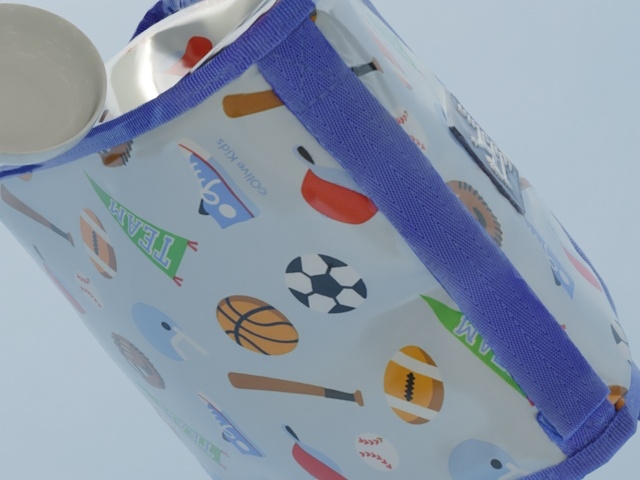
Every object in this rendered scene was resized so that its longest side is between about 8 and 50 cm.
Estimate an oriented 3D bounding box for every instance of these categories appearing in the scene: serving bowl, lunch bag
[{"bbox_3d":[-0.137,-0.065,0.867,0.083,0.027,0.083,6,-123,-9],"label":"serving bowl"},{"bbox_3d":[0.000,0.000,1.193,0.239,0.385,0.328,-45,-75,-18],"label":"lunch bag"}]
